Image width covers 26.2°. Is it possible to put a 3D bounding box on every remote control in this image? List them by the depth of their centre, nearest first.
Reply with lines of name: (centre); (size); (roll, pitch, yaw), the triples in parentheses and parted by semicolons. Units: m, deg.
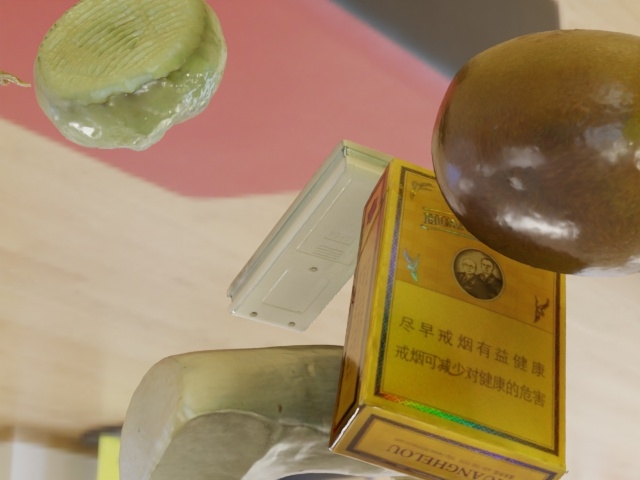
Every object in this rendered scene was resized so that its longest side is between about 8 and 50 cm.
remote control: (0.000, 0.000, 1.598); (0.103, 0.055, 0.277); (17, 132, -26)

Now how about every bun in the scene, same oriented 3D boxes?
bun: (-0.185, -0.164, 1.364); (0.195, 0.195, 0.118); (-4, 139, 11)

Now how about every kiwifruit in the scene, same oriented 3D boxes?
kiwifruit: (0.196, -0.071, 1.084); (0.234, 0.196, 0.196); (18, 174, 40)

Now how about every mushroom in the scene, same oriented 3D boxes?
mushroom: (0.005, 0.179, 1.314); (0.397, 0.126, 0.177); (0, 123, -33)

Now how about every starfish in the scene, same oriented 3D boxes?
starfish: (-0.292, -0.148, 1.159); (0.086, 0.016, 0.092); (11, 175, 33)

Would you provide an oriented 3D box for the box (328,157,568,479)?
box: (0.126, 0.079, 1.260); (0.193, 0.301, 0.084); (20, 136, -11)
